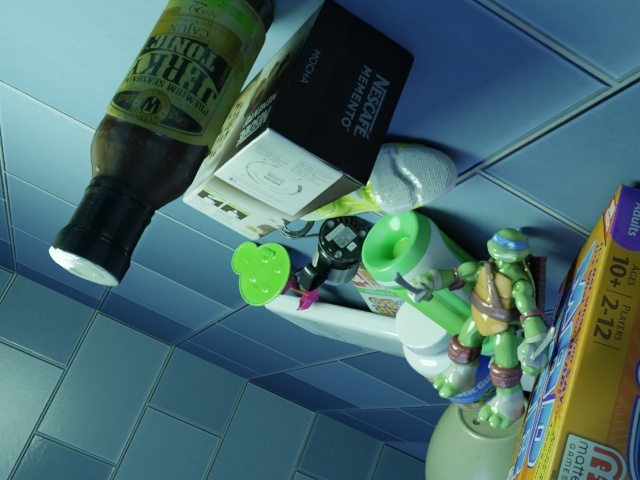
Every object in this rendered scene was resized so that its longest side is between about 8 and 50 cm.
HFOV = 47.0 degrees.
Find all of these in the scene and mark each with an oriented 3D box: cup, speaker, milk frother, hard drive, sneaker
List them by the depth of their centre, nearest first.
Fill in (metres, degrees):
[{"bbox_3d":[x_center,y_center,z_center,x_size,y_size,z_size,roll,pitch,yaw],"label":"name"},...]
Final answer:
[{"bbox_3d":[0.077,-0.080,0.997,0.240,0.091,0.126,-5,-177,26],"label":"sneaker"},{"bbox_3d":[0.201,0.072,1.147,0.296,0.131,0.131,36,155,-32],"label":"speaker"},{"bbox_3d":[0.000,0.000,1.243,0.143,0.129,0.135,63,166,16],"label":"milk frother"},{"bbox_3d":[0.079,0.193,1.624,0.353,0.047,0.233,10,163,37],"label":"hard drive"},{"bbox_3d":[0.406,0.474,1.725,0.331,0.331,0.237,12,131,26],"label":"cup"}]

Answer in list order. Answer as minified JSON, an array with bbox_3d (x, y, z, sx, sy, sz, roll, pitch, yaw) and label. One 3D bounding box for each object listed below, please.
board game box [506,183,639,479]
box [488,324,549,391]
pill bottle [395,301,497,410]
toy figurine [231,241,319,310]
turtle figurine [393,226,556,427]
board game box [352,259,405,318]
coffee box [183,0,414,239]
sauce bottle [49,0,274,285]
[{"bbox_3d":[0.456,0.207,0.891,0.356,0.356,0.356,17,159,13],"label":"board game box"},{"bbox_3d":[0.372,0.211,1.342,0.087,0.101,0.102,6,154,36],"label":"box"},{"bbox_3d":[0.247,0.205,1.385,0.152,0.152,0.272,5,154,38],"label":"pill bottle"},{"bbox_3d":[-0.078,0.084,1.504,0.173,0.130,0.159,33,-179,44],"label":"toy figurine"},{"bbox_3d":[0.202,0.129,0.987,0.198,0.275,0.266,6,120,14],"label":"turtle figurine"},{"bbox_3d":[0.136,0.105,1.423,0.124,0.039,0.259,12,160,27],"label":"board game box"},{"bbox_3d":[-0.038,-0.121,0.859,0.119,0.168,0.297,30,159,-18],"label":"coffee box"},{"bbox_3d":[-0.153,-0.119,0.733,0.111,0.344,0.111,17,157,7],"label":"sauce bottle"}]
